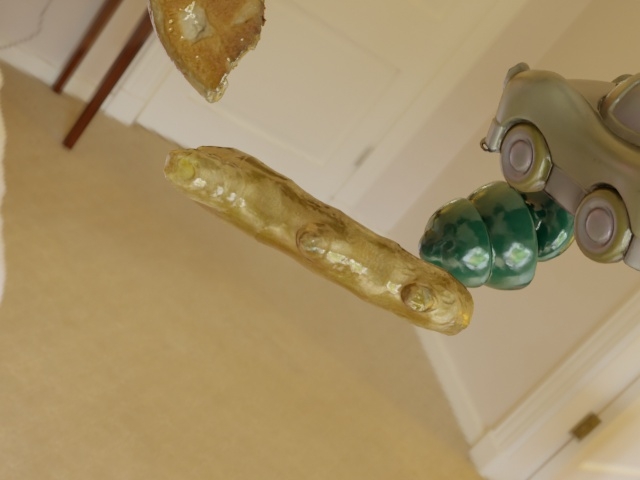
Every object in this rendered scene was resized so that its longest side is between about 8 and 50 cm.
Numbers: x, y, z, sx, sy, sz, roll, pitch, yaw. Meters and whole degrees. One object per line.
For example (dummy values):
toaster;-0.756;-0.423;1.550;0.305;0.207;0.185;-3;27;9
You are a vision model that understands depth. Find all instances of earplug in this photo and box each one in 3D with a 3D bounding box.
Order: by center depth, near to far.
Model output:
earplug;0.268;-0.048;1.504;0.164;0.280;0.257;-136;-150;-59

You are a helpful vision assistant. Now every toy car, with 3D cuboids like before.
toy car;0.384;-0.120;1.214;0.242;0.226;0.336;0;35;-29

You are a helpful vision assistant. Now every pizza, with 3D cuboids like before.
pizza;-0.117;-0.267;1.146;0.182;0.161;0.062;53;10;10

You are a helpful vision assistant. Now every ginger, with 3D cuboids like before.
ginger;0.002;-0.003;0.898;0.299;0.065;0.118;28;11;3
